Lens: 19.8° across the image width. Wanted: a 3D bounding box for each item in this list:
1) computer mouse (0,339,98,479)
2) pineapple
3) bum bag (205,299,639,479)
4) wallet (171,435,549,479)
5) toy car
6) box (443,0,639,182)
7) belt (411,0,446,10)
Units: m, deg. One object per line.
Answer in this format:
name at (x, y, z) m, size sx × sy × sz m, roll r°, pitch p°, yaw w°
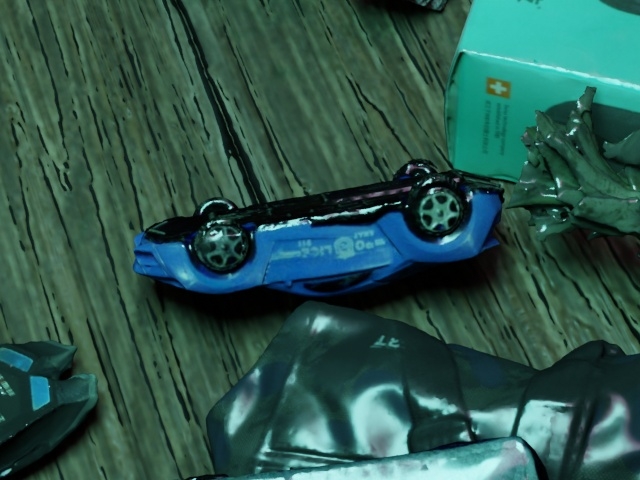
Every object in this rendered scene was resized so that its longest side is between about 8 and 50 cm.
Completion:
computer mouse at (-0.186, 0.099, 1.009) m, size 0.135 × 0.047 × 0.079 m, roll -25°, pitch 52°, yaw -28°
pineapple at (0.222, 0.001, 1.005) m, size 0.251 × 0.125 × 0.125 m, roll 28°, pitch 61°, yaw 13°
bum bag at (0.090, 0.108, 0.979) m, size 0.310 × 0.074 × 0.137 m, roll 8°, pitch 65°, yaw 8°
wallet at (-0.064, 0.208, 0.896) m, size 0.379 × 0.046 × 0.190 m, roll -7°, pitch 74°, yaw 0°
toy car at (0.000, 0.000, 1.049) m, size 0.216 × 0.103 × 0.063 m, roll -11°, pitch 100°, yaw -3°
box at (0.248, -0.120, 1.103) m, size 0.311 × 0.118 × 0.205 m, roll 14°, pitch 59°, yaw 11°
belt at (0.099, -0.227, 1.214) m, size 0.053 × 0.071 × 0.232 m, roll 26°, pitch 57°, yaw 26°
